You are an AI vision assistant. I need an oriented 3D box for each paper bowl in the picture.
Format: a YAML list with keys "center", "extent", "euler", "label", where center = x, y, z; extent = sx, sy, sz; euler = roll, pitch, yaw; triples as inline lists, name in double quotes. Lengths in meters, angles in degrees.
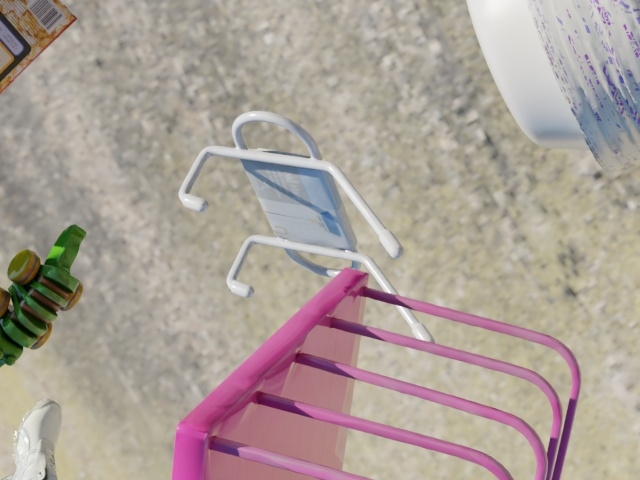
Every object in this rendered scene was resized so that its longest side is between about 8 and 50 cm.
- center: [0.231, -0.199, 1.371]
  extent: [0.148, 0.284, 0.284]
  euler: [-22, 100, 18]
  label: "paper bowl"

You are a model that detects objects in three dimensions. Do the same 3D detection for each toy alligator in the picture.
- center: [-0.240, 0.071, 1.161]
  extent: [0.056, 0.190, 0.051]
  euler: [38, -179, -35]
  label: "toy alligator"

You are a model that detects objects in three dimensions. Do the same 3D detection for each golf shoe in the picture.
- center: [-0.361, 0.292, 1.925]
  extent: [0.086, 0.176, 0.069]
  euler: [5, 157, 35]
  label: "golf shoe"

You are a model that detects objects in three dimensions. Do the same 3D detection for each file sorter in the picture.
- center: [0.041, 0.171, 0.927]
  extent: [0.182, 0.290, 0.202]
  euler: [13, 110, 16]
  label: "file sorter"

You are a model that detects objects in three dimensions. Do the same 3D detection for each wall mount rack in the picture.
- center: [0.000, 0.000, 1.836]
  extent: [0.304, 0.130, 0.350]
  euler: [11, 150, 23]
  label: "wall mount rack"

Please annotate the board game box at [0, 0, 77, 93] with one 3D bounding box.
- center: [-0.302, -0.158, 1.128]
  extent: [0.147, 0.193, 0.045]
  euler: [50, 156, -23]
  label: "board game box"
